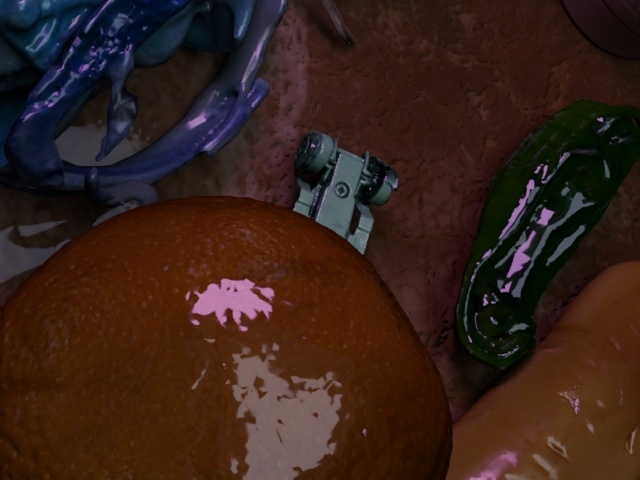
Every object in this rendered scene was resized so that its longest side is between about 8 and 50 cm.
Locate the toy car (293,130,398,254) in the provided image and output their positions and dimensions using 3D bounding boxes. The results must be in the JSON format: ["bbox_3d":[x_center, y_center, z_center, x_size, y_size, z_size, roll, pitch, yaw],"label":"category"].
[{"bbox_3d":[0.000,0.000,0.838,0.073,0.054,0.143,22,70,-20],"label":"toy car"}]

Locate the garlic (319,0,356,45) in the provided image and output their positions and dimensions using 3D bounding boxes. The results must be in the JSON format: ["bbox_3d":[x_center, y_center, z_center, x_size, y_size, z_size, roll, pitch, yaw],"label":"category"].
[{"bbox_3d":[0.035,-0.271,0.829,0.207,0.207,0.257,-17,96,-28],"label":"garlic"}]

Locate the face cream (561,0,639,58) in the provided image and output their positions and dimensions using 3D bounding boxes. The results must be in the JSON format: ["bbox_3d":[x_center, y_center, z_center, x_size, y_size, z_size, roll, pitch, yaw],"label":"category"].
[{"bbox_3d":[0.274,-0.230,0.989,0.149,0.104,0.149,5,78,-26],"label":"face cream"}]

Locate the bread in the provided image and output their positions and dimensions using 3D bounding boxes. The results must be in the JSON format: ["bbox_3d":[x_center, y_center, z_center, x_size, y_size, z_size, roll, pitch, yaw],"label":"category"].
[{"bbox_3d":[0.185,0.140,0.888,0.305,0.091,0.142,-40,94,-27],"label":"bread"}]

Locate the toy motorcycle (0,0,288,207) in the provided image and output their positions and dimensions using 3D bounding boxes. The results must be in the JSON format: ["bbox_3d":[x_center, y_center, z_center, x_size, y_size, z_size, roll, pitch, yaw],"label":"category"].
[{"bbox_3d":[-0.122,-0.135,0.760,0.260,0.154,0.206,-45,125,-30],"label":"toy motorcycle"}]

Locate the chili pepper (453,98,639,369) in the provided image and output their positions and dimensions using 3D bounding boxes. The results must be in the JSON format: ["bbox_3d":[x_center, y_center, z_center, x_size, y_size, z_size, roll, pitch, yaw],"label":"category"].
[{"bbox_3d":[0.169,-0.017,0.919,0.100,0.074,0.257,37,72,-8],"label":"chili pepper"}]

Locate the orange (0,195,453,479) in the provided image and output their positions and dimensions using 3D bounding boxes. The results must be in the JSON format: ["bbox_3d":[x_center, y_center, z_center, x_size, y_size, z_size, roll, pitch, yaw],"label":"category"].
[{"bbox_3d":[-0.064,0.102,0.681,0.264,0.264,0.264,5,78,-26],"label":"orange"}]
